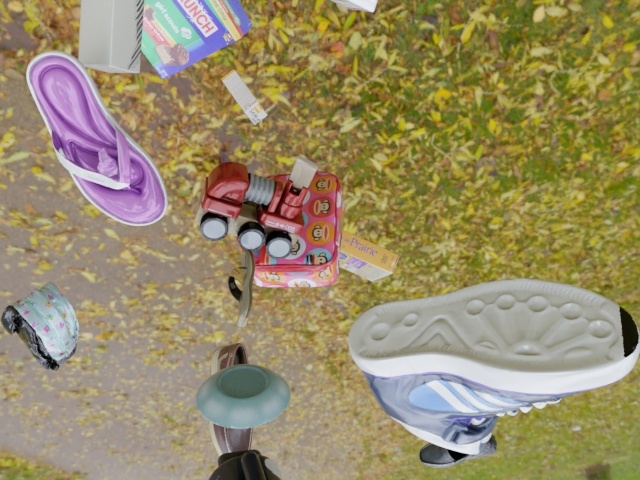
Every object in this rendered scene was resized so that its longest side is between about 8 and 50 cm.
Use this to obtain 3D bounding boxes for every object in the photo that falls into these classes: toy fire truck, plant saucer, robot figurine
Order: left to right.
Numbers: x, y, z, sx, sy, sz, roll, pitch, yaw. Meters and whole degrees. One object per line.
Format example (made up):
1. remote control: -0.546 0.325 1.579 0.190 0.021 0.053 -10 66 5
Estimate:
1. plant saucer: -0.158 0.304 1.133 0.195 0.195 0.037 -1 115 -8
2. robot figurine: -0.145 0.557 1.127 0.174 0.278 0.209 -36 120 -3
3. toy fire truck: -0.114 -0.097 1.103 0.217 0.158 0.246 17 119 -20

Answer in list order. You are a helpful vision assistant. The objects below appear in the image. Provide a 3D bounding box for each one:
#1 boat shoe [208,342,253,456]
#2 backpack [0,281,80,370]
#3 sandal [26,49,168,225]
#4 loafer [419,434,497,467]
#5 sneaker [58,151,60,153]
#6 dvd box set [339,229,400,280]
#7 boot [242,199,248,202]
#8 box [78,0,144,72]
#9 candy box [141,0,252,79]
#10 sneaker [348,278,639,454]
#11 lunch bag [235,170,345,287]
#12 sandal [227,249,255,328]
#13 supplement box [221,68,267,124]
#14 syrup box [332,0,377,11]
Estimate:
1. boat shoe: -0.237 0.463 1.577 0.123 0.341 0.123 14 152 -42
2. backpack: -0.575 0.170 1.146 0.152 0.115 0.182 36 145 8
3. sandal: -0.486 -0.196 1.178 0.169 0.102 0.416 -32 112 -1
4. loafer: 0.337 0.528 1.403 0.078 0.076 0.223 25 139 -38
5. sneaker: -0.773 -0.280 1.685 0.075 0.170 0.063 -33 143 1
6. dvd box set: 0.000 0.000 1.609 0.421 0.062 0.307 24 170 0
7. boot: -0.237 -0.057 1.982 0.207 0.090 0.248 6 114 35
8. box: -0.473 -0.528 1.255 0.113 0.275 0.094 12 -170 28
9. candy box: -0.407 -0.662 1.611 0.317 0.122 0.268 -17 124 27
10. sneaker: 0.212 0.170 0.667 0.323 0.130 0.236 -8 134 31
11. lunch bag: -0.077 -0.028 1.323 0.258 0.293 0.120 -2 144 9
12. sandal: -0.151 0.084 1.030 0.049 0.180 0.072 8 135 -10
13. supplement box: -0.157 -0.296 1.139 0.036 0.098 0.062 -36 162 3
14. syrup box: 0.007 -0.527 1.054 0.237 0.096 0.093 8 108 -37
